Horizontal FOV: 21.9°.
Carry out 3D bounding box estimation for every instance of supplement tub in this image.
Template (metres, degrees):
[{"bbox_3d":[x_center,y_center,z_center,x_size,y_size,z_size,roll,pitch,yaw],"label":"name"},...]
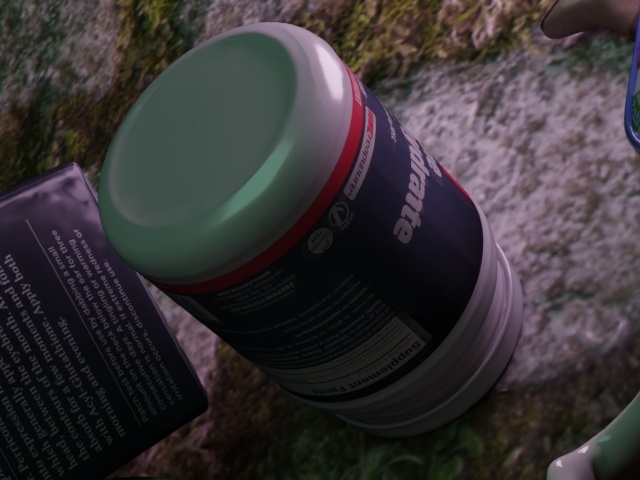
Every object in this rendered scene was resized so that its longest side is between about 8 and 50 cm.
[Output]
[{"bbox_3d":[0.000,0.000,1.123,0.191,0.272,0.191,-23,46,26],"label":"supplement tub"}]

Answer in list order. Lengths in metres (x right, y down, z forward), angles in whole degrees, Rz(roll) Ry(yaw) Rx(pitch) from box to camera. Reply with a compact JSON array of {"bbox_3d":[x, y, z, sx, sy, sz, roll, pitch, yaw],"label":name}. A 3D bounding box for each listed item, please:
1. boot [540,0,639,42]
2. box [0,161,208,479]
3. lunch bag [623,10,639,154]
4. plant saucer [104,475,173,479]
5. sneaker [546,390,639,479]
[{"bbox_3d":[0.230,-0.170,1.238,0.118,0.042,0.087,-37,43,13],"label":"boot"},{"bbox_3d":[-0.333,0.145,1.156,0.395,0.212,0.293,-30,3,-43],"label":"box"},{"bbox_3d":[0.351,-0.139,1.053,0.303,0.115,0.243,-10,47,34],"label":"lunch bag"},{"bbox_3d":[-0.155,0.358,1.106,0.400,0.100,0.400,-24,46,27],"label":"plant saucer"},{"bbox_3d":[0.276,0.110,0.911,0.321,0.127,0.126,-31,41,17],"label":"sneaker"}]
